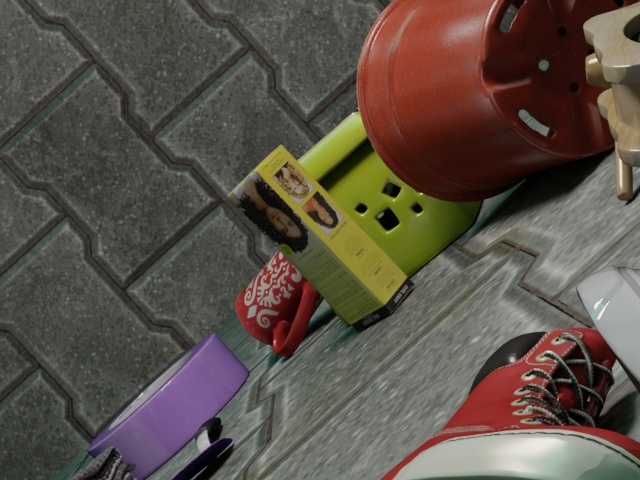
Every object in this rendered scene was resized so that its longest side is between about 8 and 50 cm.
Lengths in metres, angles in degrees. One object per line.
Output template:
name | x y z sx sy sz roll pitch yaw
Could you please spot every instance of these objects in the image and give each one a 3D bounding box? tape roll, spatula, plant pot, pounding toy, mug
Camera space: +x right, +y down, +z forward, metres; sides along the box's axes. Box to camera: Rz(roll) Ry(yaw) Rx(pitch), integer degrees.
tape roll | -0.243 0.273 1.868 0.275 0.090 0.275 -41 4 4
spatula | -0.146 0.259 1.490 0.084 0.030 0.296 -41 4 0
plant pot | 0.068 -0.059 1.562 0.228 0.207 0.227 -40 4 20
pounding toy | 0.296 -0.110 0.902 0.154 0.155 0.269 -12 21 11
mug | -0.030 0.078 1.709 0.113 0.150 0.169 -9 -33 -42
plant pot | 0.210 -0.182 1.279 0.272 0.272 0.265 -43 12 -13

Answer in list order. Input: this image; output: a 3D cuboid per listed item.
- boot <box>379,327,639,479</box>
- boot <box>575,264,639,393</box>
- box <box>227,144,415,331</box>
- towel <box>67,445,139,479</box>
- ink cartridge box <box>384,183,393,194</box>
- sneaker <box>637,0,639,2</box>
boot | 0.108 0.086 0.533 0.176 0.088 0.244 -42 0 -26
boot | 0.180 0.038 0.404 0.123 0.095 0.258 -36 13 5
box | 0.000 0.000 1.385 0.058 0.232 0.087 -48 6 -35
towel | -0.339 0.379 1.429 0.235 0.121 0.284 -41 4 6
ink cartridge box | 0.134 -0.132 1.787 0.172 0.100 0.237 -41 -22 32
sneaker | 0.462 -0.419 1.224 0.447 0.257 0.169 -43 4 -11
